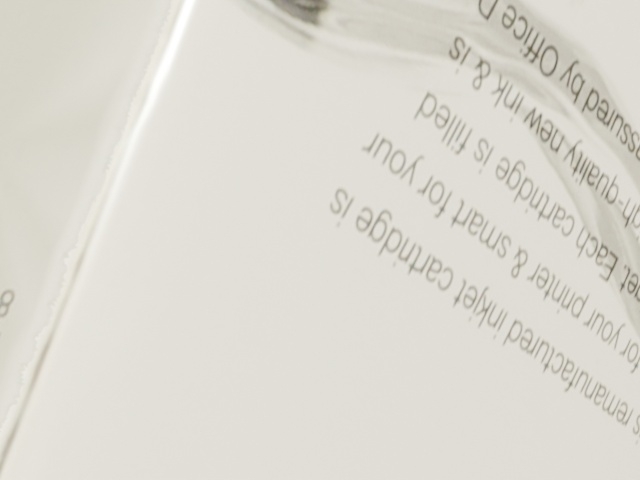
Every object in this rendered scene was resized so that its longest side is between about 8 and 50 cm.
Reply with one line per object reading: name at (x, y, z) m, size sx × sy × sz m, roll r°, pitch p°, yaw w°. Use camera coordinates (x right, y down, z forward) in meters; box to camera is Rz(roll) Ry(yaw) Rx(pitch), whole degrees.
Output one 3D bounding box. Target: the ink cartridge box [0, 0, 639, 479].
ink cartridge box at (0.008, -0.048, 0.521) m, size 0.285 × 0.166 × 0.395 m, roll 36°, pitch 70°, yaw -48°
